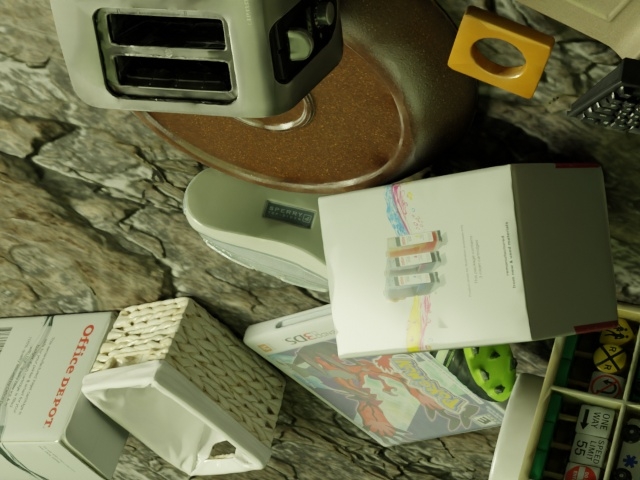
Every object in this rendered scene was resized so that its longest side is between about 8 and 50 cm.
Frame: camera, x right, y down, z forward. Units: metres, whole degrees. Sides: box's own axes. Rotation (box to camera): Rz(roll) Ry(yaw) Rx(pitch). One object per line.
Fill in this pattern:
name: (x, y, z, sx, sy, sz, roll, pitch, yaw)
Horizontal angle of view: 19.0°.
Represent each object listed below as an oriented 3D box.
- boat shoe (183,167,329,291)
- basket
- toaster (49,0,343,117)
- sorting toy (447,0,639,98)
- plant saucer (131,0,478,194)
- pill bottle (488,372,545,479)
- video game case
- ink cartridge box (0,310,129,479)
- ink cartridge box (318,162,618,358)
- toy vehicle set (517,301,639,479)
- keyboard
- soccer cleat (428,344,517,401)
boat shoe: (-0.001, 0.001, 1.565, 0.228, 0.079, 0.081, 18, 162, 9)
basket: (-0.125, 0.139, 1.823, 0.113, 0.103, 0.167, -11, 139, 41)
toaster: (-0.087, -0.178, 1.232, 0.186, 0.110, 0.168, 6, 122, 20)
sorting toy: (0.151, -0.205, 1.161, 0.196, 0.047, 0.347, 28, 149, -6)
plant saucer: (-0.040, -0.123, 1.405, 0.311, 0.050, 0.310, 16, 151, 9)
pill bottle: (0.307, 0.212, 1.610, 0.319, 0.176, 0.176, 13, 149, 11)
video game case: (0.057, 0.124, 1.769, 0.201, 0.023, 0.183, 38, 146, -28)
ink cartridge box: (-0.280, 0.157, 1.897, 0.208, 0.153, 0.087, -5, 142, 37)
ink cartridge box: (0.108, 0.015, 1.413, 0.176, 0.127, 0.128, -7, 179, 38)
toy vehicle set: (0.245, 0.175, 1.499, 0.166, 0.266, 0.035, 10, 150, 15)
keyboard: (0.265, -0.084, 1.258, 0.180, 0.023, 0.108, 10, 155, -21)
soccer cleat: (0.103, 0.073, 1.634, 0.072, 0.060, 0.179, -3, 137, 50)
